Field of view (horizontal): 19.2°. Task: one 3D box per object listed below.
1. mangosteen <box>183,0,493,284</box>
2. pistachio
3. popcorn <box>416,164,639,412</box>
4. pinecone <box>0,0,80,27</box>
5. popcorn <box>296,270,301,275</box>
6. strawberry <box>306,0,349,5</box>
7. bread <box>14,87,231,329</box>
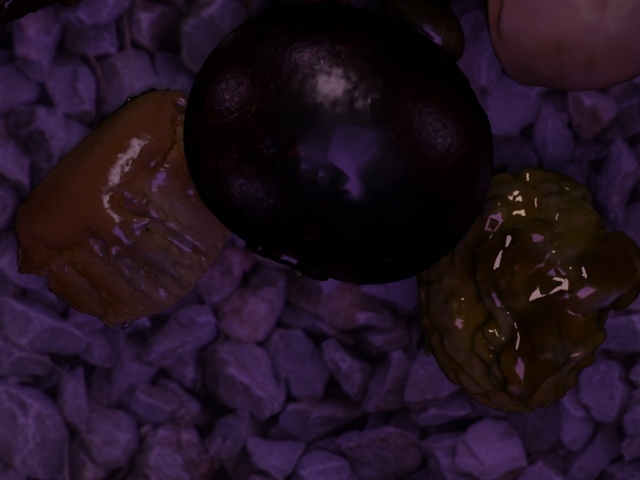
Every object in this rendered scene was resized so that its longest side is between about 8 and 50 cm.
[{"bbox_3d":[0.026,-0.104,1.786,0.297,0.297,0.293,34,105,-15],"label":"mangosteen"},{"bbox_3d":[0.266,-0.283,1.770,0.230,0.230,0.309,20,110,-11],"label":"pistachio"},{"bbox_3d":[0.206,0.058,1.879,0.206,0.251,0.237,40,106,-22],"label":"popcorn"},{"bbox_3d":[-0.282,-0.298,1.744,0.208,0.208,0.207,-2,110,-4],"label":"pinecone"},{"bbox_3d":[-0.002,-0.001,1.939,0.068,0.059,0.083,24,97,-12],"label":"popcorn"},{"bbox_3d":[0.011,-0.410,1.699,0.312,0.267,0.351,-38,104,-14],"label":"strawberry"},{"bbox_3d":[-0.186,-0.012,1.878,0.251,0.133,0.174,-44,114,9],"label":"bread"}]
